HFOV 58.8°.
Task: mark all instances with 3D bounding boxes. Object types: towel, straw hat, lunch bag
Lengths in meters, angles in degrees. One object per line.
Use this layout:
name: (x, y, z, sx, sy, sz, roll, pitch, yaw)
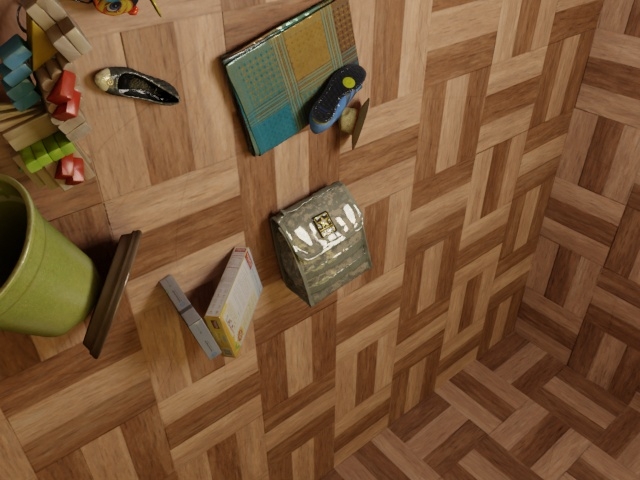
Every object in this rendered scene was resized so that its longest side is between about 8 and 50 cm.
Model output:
towel: (-0.054, -0.394, 1.362, 0.370, 0.040, 0.271, -38, 140, -22)
straw hat: (0.080, -0.321, 1.526, 0.061, 0.144, 0.144, 16, 111, -6)
lunch bag: (0.000, 0.000, 1.603, 0.235, 0.169, 0.286, -31, 128, -22)

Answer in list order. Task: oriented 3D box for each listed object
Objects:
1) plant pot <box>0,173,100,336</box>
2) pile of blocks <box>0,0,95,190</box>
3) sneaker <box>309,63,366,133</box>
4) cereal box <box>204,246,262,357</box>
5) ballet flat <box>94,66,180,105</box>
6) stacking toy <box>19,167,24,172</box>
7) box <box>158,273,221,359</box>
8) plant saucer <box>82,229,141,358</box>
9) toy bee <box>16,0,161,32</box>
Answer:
plant pot: (-0.550, 0.059, 1.031, 0.276, 0.276, 0.254, -49, 152, -7)
pile of blocks: (-0.444, -0.210, 0.919, 0.149, 0.112, 0.362, -15, 139, -31)
sneaker: (0.038, -0.352, 1.421, 0.209, 0.069, 0.082, -54, 176, -18)
cereal box: (-0.220, 0.158, 1.480, 0.240, 0.048, 0.173, -74, 160, -44)
ballet flat: (-0.353, -0.301, 1.110, 0.173, 0.049, 0.057, -1, 117, -45)
stacking toy: (-0.548, -0.203, 0.982, 0.221, 0.052, 0.166, 14, 107, -50)
box: (-0.319, 0.186, 1.389, 0.038, 0.186, 0.145, -32, 137, -15)
plant saucer: (-0.434, 0.105, 1.179, 0.041, 0.278, 0.277, 19, 105, -19)
toy bee: (-0.344, -0.451, 0.953, 0.162, 0.299, 0.195, -18, 97, -72)
